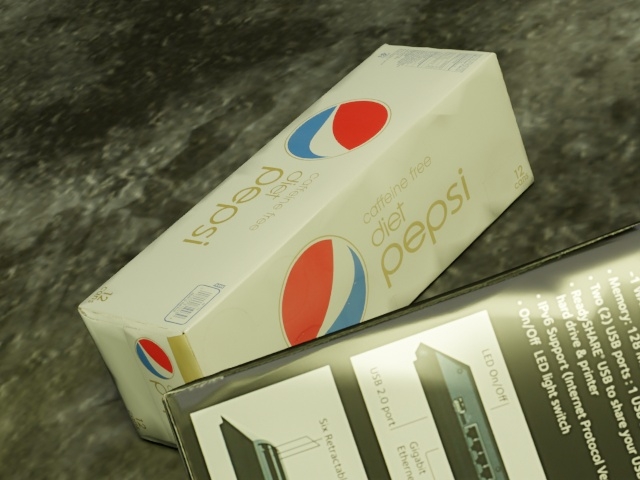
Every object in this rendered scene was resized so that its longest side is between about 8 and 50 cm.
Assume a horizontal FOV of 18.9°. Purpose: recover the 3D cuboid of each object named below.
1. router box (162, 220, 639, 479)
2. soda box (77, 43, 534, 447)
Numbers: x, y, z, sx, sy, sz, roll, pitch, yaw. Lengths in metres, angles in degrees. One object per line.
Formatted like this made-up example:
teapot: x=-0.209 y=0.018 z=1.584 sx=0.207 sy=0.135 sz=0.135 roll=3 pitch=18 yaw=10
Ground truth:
router box: x=0.103 y=0.040 z=0.544 sx=0.243 sy=0.081 sz=0.309 roll=-20 pitch=-6 yaw=4
soda box: x=0.000 y=0.000 z=0.841 sx=0.069 sy=0.074 sz=0.216 roll=11 pitch=42 yaw=43
